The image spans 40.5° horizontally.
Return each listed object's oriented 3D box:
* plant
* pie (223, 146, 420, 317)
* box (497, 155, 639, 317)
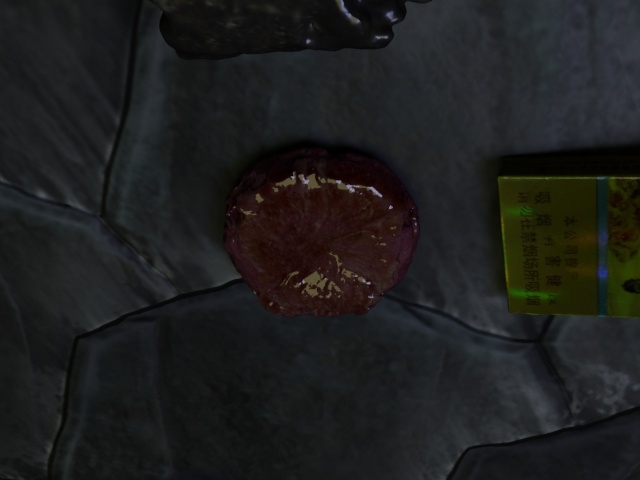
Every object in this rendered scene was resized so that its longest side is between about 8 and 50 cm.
[{"bbox_3d":[0.000,-0.169,0.447,0.195,0.129,0.132,-11,126,18],"label":"plant"},{"bbox_3d":[0.000,0.000,0.621,0.154,0.038,0.153,3,128,4],"label":"pie"},{"bbox_3d":[0.222,0.000,0.583,0.193,0.030,0.121,1,127,20],"label":"box"}]
